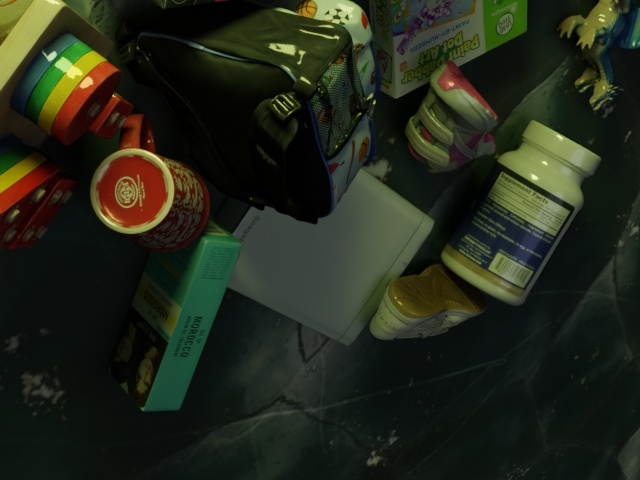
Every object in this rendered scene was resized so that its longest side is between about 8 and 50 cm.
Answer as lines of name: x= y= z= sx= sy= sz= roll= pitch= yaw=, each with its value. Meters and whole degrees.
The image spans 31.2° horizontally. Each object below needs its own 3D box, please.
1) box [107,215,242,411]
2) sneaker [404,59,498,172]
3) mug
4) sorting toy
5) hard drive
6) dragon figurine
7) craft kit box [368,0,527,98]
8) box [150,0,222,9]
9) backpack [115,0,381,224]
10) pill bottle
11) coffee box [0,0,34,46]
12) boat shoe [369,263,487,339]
box: x=-0.187 y=0.087 z=1.450 sx=0.060 sy=0.100 sz=0.244 roll=5 pitch=113 yaw=-43
sneaker: x=0.174 y=-0.154 z=1.579 sx=0.111 sy=0.103 sz=0.252 roll=-34 pitch=158 yaw=-1
mug: x=-0.204 y=-0.060 z=1.281 sx=0.113 sy=0.150 sz=0.169 roll=-40 pitch=176 yaw=1
sorting toy: x=-0.283 y=-0.095 z=1.127 sx=0.257 sy=0.089 sz=0.255 roll=-53 pitch=-179 yaw=1
hard drive: x=0.000 y=0.000 z=1.604 sx=0.233 sy=0.047 sz=0.353 roll=-55 pitch=139 yaw=3
dragon figurine: x=0.456 y=-0.345 z=1.755 sx=0.144 sy=0.085 sz=0.289 roll=12 pitch=110 yaw=-47
craft kit box: x=0.170 y=-0.346 z=1.513 sx=0.250 sy=0.061 sz=0.247 roll=-30 pitch=138 yaw=-24
box: x=-0.094 y=-0.352 z=1.193 sx=0.247 sy=0.142 sz=0.163 roll=-17 pitch=127 yaw=-36
backpack: x=-0.056 y=-0.156 z=1.302 sx=0.213 sy=0.276 sz=0.263 roll=-45 pitch=144 yaw=-29
pill bottle: x=0.315 y=-0.044 z=1.784 sx=0.153 sy=0.153 sz=0.265 roll=21 pitch=102 yaw=-49
coffee box: x=-0.365 y=-0.265 z=1.033 sx=0.246 sy=0.098 sz=0.141 roll=12 pitch=109 yaw=-47
boat shoe: x=0.162 y=0.104 z=1.783 sx=0.096 sy=0.098 sz=0.277 roll=-48 pitch=155 yaw=26
